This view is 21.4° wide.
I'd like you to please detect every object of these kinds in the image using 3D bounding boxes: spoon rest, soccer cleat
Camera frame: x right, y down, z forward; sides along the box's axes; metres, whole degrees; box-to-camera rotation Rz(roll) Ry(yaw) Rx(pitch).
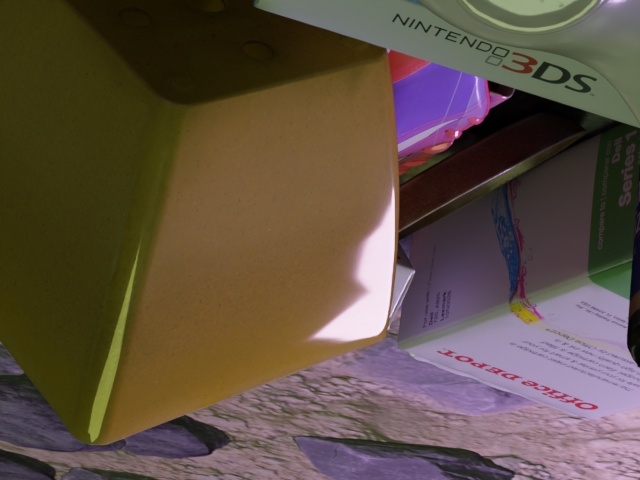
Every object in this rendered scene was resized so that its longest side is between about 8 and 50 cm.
[{"bbox_3d":[0.125,-0.098,0.770,0.137,0.084,0.276,-20,124,26],"label":"spoon rest"},{"bbox_3d":[0.054,-0.087,1.024,0.116,0.108,0.318,14,153,-4],"label":"soccer cleat"}]

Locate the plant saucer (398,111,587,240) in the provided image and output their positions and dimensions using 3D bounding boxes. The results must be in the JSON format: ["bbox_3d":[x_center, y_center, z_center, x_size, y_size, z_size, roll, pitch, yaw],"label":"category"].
[{"bbox_3d":[0.095,-0.041,1.115,0.168,0.029,0.168,-28,175,-2],"label":"plant saucer"}]

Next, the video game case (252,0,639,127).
[{"bbox_3d":[0.130,-0.175,0.767,0.244,0.061,0.269,15,141,-17],"label":"video game case"}]

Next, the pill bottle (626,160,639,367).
[{"bbox_3d":[0.238,-0.033,0.937,0.123,0.219,0.123,7,157,3],"label":"pill bottle"}]

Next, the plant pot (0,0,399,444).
[{"bbox_3d":[-0.079,-0.052,0.914,0.212,0.212,0.187,-18,141,-36],"label":"plant pot"}]

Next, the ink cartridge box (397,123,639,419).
[{"bbox_3d":[0.218,0.027,1.217,0.201,0.117,0.278,22,153,-28],"label":"ink cartridge box"}]

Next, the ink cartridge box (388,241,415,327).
[{"bbox_3d":[0.000,0.000,1.211,0.099,0.135,0.056,18,111,-22],"label":"ink cartridge box"}]
